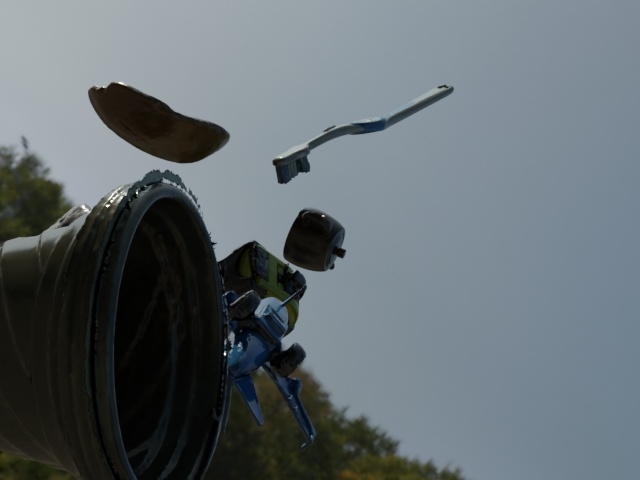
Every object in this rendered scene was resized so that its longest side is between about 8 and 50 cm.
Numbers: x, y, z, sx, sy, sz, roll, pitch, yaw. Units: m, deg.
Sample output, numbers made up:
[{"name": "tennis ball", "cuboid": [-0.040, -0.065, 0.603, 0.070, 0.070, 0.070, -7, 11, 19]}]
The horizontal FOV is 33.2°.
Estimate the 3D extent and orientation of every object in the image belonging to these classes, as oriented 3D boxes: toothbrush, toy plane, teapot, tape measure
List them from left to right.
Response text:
[{"name": "tape measure", "cuboid": [-0.116, 0.099, 1.768, 0.199, 0.112, 0.186, -23, -38, 29]}, {"name": "toy plane", "cuboid": [-0.077, 0.111, 1.227, 0.254, 0.105, 0.271, 51, 22, -5]}, {"name": "teapot", "cuboid": [0.000, 0.000, 1.332, 0.068, 0.076, 0.121, 24, -27, 15]}, {"name": "toothbrush", "cuboid": [0.068, -0.161, 1.457, 0.040, 0.386, 0.040, 22, -53, 33]}]

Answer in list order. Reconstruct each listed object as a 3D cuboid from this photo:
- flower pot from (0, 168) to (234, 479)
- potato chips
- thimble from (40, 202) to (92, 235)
[{"name": "flower pot", "cuboid": [-0.160, 0.071, 0.742, 0.140, 0.236, 0.236, 0, -42, 16]}, {"name": "potato chips", "cuboid": [-0.226, -0.150, 1.458, 0.195, 0.062, 0.208, 17, -7, 6]}, {"name": "thimble", "cuboid": [-0.282, 0.089, 1.366, 0.245, 0.157, 0.217, 48, -11, 4]}]
